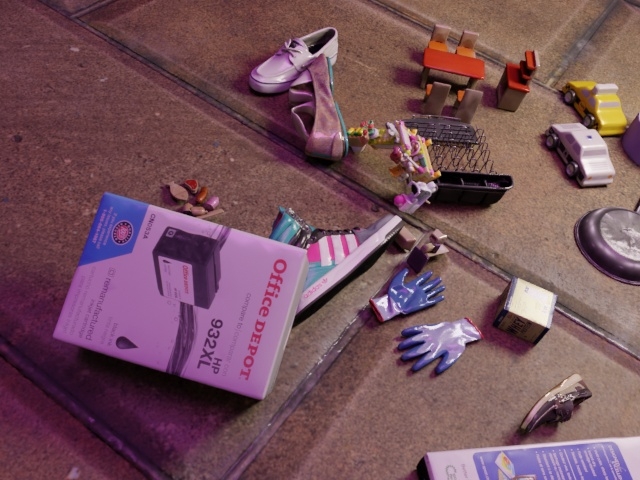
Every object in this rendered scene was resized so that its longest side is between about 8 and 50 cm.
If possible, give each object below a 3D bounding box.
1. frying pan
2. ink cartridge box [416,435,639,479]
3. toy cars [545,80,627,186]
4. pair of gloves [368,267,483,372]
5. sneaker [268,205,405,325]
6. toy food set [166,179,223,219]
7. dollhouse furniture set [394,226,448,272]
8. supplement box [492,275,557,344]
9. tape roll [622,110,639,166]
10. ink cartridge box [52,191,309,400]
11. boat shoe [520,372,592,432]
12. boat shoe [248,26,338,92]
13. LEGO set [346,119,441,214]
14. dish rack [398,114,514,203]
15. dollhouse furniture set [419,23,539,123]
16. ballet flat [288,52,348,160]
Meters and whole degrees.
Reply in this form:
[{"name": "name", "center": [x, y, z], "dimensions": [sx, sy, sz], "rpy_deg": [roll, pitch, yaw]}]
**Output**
[{"name": "frying pan", "center": [0.678, -0.019, 1.297], "dimensions": [0.326, 0.053, 0.197], "rpy_deg": [-22, 59, -23]}, {"name": "ink cartridge box", "center": [0.335, 0.380, 0.880], "dimensions": [0.372, 0.069, 0.175], "rpy_deg": [-2, 51, -10]}, {"name": "toy cars", "center": [0.644, -0.282, 1.478], "dimensions": [0.177, 0.087, 0.393], "rpy_deg": [26, 51, 10]}, {"name": "pair of gloves", "center": [0.178, 0.134, 1.081], "dimensions": [0.159, 0.023, 0.198], "rpy_deg": [-19, 58, -27]}, {"name": "sneaker", "center": [0.000, 0.000, 1.097], "dimensions": [0.296, 0.123, 0.178], "rpy_deg": [-36, 75, -32]}, {"name": "toy food set", "center": [-0.234, -0.076, 1.175], "dimensions": [0.078, 0.019, 0.122], "rpy_deg": [-19, 49, -25]}, {"name": "dollhouse furniture set", "center": [0.194, -0.015, 1.177], "dimensions": [0.081, 0.090, 0.114], "rpy_deg": [-14, 50, -40]}, {"name": "supplement box", "center": [0.363, 0.123, 1.103], "dimensions": [0.083, 0.056, 0.083], "rpy_deg": [24, 50, 8]}, {"name": "tape roll", "center": [0.831, -0.236, 1.484], "dimensions": [0.189, 0.080, 0.188], "rpy_deg": [6, 50, -7]}, {"name": "ink cartridge box", "center": [-0.192, 0.084, 0.919], "dimensions": [0.308, 0.129, 0.223], "rpy_deg": [16, 80, 2]}, {"name": "boat shoe", "center": [0.380, 0.264, 0.991], "dimensions": [0.152, 0.056, 0.049], "rpy_deg": [-27, 55, -29]}, {"name": "boat shoe", "center": [-0.057, -0.427, 1.452], "dimensions": [0.268, 0.088, 0.096], "rpy_deg": [-30, 60, -30]}, {"name": "LEGO set", "center": [0.132, -0.187, 1.221], "dimensions": [0.107, 0.132, 0.287], "rpy_deg": [32, 18, -46]}, {"name": "dish rack", "center": [0.276, -0.189, 1.335], "dimensions": [0.209, 0.074, 0.271], "rpy_deg": [4, 50, -10]}, {"name": "dollhouse furniture set", "center": [0.374, -0.414, 1.500], "dimensions": [0.259, 0.135, 0.261], "rpy_deg": [12, 49, -2]}, {"name": "ballet flat", "center": [-0.014, -0.300, 1.351], "dimensions": [0.106, 0.107, 0.315], "rpy_deg": [-4, 50, -6]}]
